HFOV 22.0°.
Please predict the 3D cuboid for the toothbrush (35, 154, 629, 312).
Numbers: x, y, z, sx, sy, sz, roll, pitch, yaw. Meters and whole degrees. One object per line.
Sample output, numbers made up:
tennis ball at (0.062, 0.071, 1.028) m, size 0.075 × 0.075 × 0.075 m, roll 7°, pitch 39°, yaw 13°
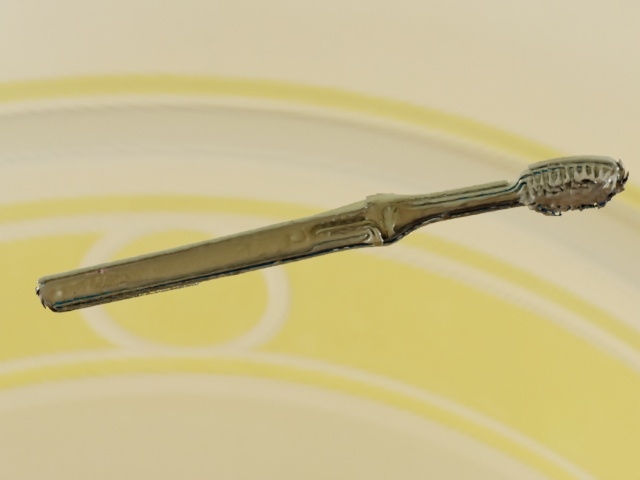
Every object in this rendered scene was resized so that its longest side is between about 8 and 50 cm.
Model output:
toothbrush at (0.000, -0.002, 0.788) m, size 0.294 × 0.028 × 0.026 m, roll -11°, pitch -68°, yaw 14°
